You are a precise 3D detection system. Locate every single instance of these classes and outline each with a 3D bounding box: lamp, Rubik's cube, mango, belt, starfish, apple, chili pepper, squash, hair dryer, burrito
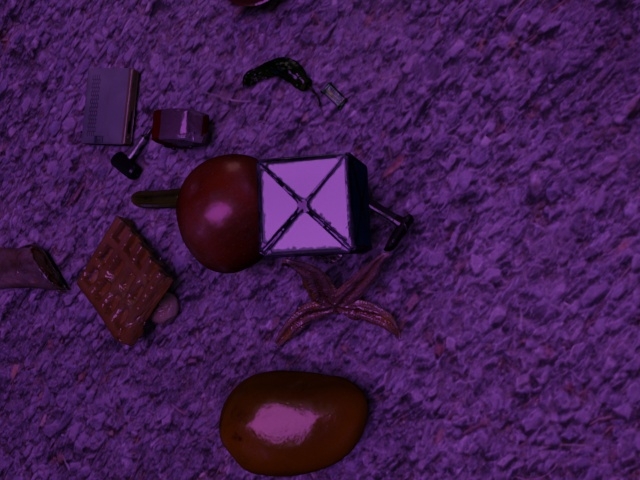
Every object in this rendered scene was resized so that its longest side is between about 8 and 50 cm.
[{"bbox_3d":[0.104,-0.041,1.706,0.283,0.124,0.203,28,79,17],"label":"lamp"},{"bbox_3d":[-0.007,-0.084,1.565,0.254,0.259,0.260,-2,91,16],"label":"Rubik's cube"},{"bbox_3d":[-0.077,0.520,1.705,0.445,0.232,0.300,-13,78,10],"label":"mango"},{"bbox_3d":[-0.457,-0.357,1.927,0.200,0.128,0.124,4,89,22],"label":"belt"},{"bbox_3d":[0.042,0.188,1.689,0.397,0.384,0.132,7,47,14],"label":"starfish"},{"bbox_3d":[-0.258,-0.082,1.737,0.276,0.348,0.349,-21,81,11],"label":"apple"},{"bbox_3d":[-0.115,-0.516,1.861,0.278,0.065,0.122,19,102,20],"label":"chili pepper"},{"bbox_3d":[-0.526,-0.140,1.972,0.228,0.066,0.066,0,87,19],"label":"squash"},{"bbox_3d":[-0.626,-0.312,2.025,0.100,0.057,0.198,35,92,15],"label":"hair dryer"},{"bbox_3d":[-1.062,0.097,2.116,0.347,0.107,0.175,2,101,20],"label":"burrito"}]

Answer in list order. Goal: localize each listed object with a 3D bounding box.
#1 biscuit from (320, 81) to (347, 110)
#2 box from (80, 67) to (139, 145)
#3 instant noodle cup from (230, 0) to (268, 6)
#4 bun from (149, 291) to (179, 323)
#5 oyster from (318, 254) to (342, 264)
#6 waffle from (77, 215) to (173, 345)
[{"bbox_3d":[0.044,-0.447,1.828,0.046,0.016,0.089,-45,75,12],"label":"biscuit"},{"bbox_3d":[-0.742,-0.467,2.070,0.210,0.045,0.271,4,88,18],"label":"box"},{"bbox_3d":[-0.198,-0.863,1.891,0.273,0.090,0.274,-1,86,17],"label":"instant noodle cup"},{"bbox_3d":[-0.526,0.220,1.947,0.115,0.069,0.115,-1,88,17],"label":"bun"},{"bbox_3d":[0.000,-0.002,1.798,0.165,0.053,0.109,25,108,12],"label":"oyster"},{"bbox_3d":[-0.652,0.133,1.952,0.348,0.077,0.304,43,102,31],"label":"waffle"}]
